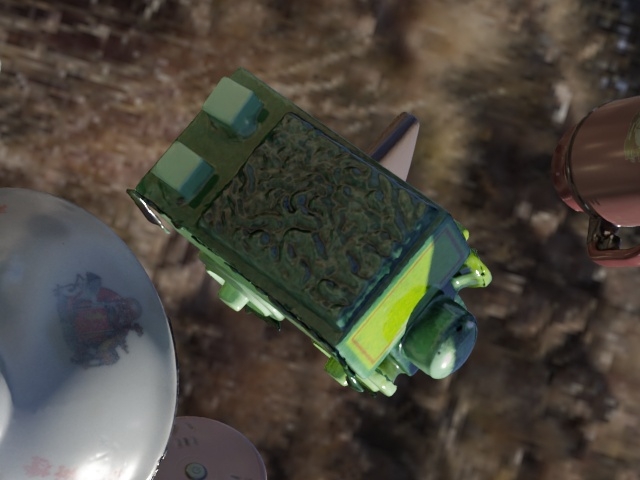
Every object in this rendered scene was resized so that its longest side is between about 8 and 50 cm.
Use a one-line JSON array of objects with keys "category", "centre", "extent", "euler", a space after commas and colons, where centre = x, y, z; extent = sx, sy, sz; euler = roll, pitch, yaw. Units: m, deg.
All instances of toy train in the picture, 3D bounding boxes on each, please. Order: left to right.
[{"category": "toy train", "centre": [0.000, 0.000, 1.192], "extent": [0.159, 0.272, 0.188], "euler": [-50, 150, -6]}]

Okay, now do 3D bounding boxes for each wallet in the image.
[{"category": "wallet", "centre": [0.054, -0.053, 1.649], "extent": [0.152, 0.039, 0.118], "euler": [-51, 160, -44]}]

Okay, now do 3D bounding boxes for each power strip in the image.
[{"category": "power strip", "centre": [-0.135, 0.259, 1.655], "extent": [0.078, 0.154, 0.154], "euler": [105, -1, -46]}]

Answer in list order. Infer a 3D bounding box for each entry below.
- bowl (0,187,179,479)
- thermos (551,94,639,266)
[{"category": "bowl", "centre": [-0.314, 0.126, 1.439], "extent": [0.157, 0.346, 0.345], "euler": [-10, 119, -69]}, {"category": "thermos", "centre": [0.279, -0.053, 1.281], "extent": [0.330, 0.110, 0.136], "euler": [177, -98, -74]}]
